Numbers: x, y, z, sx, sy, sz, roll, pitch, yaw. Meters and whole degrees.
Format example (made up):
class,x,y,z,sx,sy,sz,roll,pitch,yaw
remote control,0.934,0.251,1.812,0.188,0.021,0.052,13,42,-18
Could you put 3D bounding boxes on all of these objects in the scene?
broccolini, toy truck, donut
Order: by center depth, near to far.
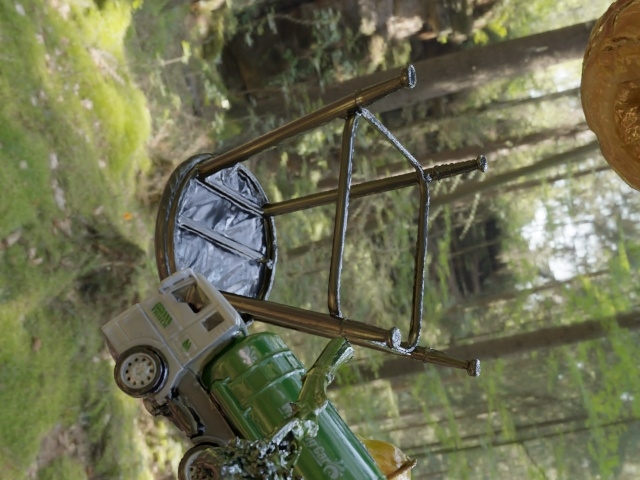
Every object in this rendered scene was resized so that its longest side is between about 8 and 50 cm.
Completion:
class,x,y,z,sx,sy,sz,roll,pitch,yaw
broccolini,-0.005,0.082,0.389,0.042,0.044,0.218,-60,171,16
toy truck,-0.059,0.138,0.611,0.242,0.125,0.101,49,-11,20
donut,0.618,-0.231,1.309,0.449,0.198,0.448,48,-21,26

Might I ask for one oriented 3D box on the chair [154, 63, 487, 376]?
class,x,y,z,sx,sy,sz,roll,pitch,yaw
chair,0.000,0.000,1.206,0.365,0.410,0.361,28,64,-59

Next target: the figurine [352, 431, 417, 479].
class,x,y,z,sx,sy,sz,roll,pitch,yaw
figurine,0.013,0.338,1.051,0.156,0.246,0.131,64,-6,5
